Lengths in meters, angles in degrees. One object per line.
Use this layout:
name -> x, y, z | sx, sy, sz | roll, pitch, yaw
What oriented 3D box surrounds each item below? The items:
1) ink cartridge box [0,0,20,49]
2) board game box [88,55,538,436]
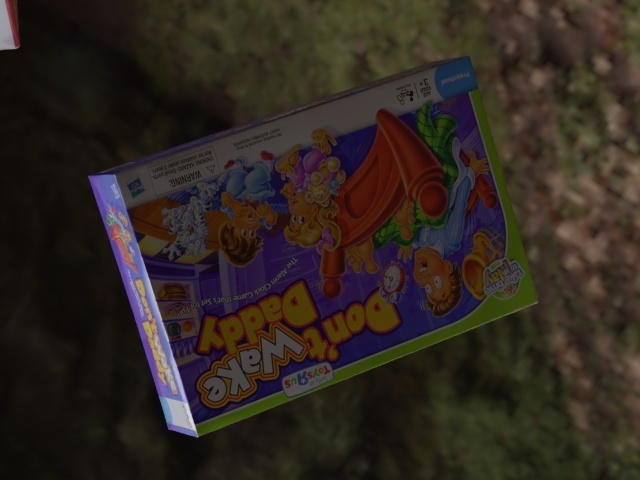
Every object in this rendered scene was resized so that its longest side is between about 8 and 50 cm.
ink cartridge box -> -0.403, -0.370, 2.155 | 0.197, 0.114, 0.273 | 90, 173, -57
board game box -> 0.000, 0.000, 1.713 | 0.078, 0.347, 0.233 | 2, 110, 66
